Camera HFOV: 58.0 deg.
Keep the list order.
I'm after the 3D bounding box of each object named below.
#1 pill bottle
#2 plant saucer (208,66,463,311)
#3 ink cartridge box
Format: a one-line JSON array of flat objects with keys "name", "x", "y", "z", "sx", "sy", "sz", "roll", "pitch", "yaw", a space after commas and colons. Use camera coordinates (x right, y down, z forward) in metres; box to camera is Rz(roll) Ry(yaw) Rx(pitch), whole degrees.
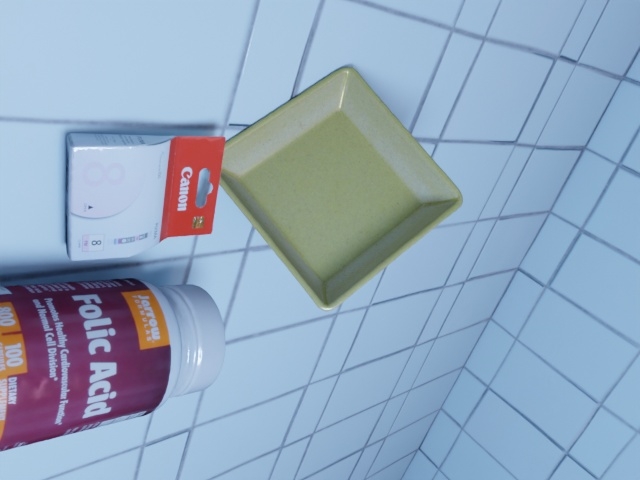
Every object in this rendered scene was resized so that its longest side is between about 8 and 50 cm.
[{"name": "pill bottle", "x": -0.355, "y": 0.172, "z": 0.873, "sx": 0.392, "sy": 0.224, "sz": 0.224, "roll": -1, "pitch": 122, "yaw": -47}, {"name": "plant saucer", "x": 0.025, "y": -0.092, "z": 1.017, "sx": 0.333, "sy": 0.333, "sz": 0.081, "roll": -37, "pitch": 172, "yaw": -17}, {"name": "ink cartridge box", "x": -0.258, "y": -0.066, "z": 0.871, "sx": 0.232, "sy": 0.066, "sz": 0.189, "roll": -2, "pitch": 124, "yaw": -26}]
